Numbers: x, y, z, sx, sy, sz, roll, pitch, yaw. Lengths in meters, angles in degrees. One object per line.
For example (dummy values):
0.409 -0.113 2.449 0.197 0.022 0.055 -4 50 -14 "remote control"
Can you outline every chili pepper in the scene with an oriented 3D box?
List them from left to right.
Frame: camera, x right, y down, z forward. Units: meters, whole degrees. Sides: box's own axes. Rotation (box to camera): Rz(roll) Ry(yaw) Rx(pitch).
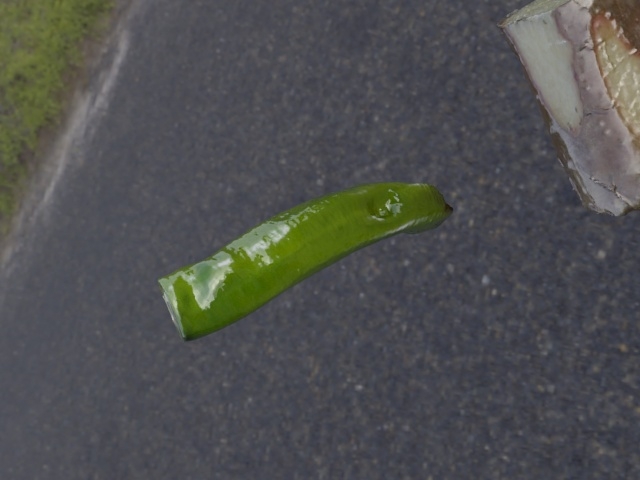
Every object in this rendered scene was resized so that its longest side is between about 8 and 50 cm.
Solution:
0.000 0.000 0.545 0.052 0.202 0.050 10 117 52 "chili pepper"

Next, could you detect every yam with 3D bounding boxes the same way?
0.274 -0.136 0.942 0.129 0.128 0.238 -102 -13 -82 "yam"
